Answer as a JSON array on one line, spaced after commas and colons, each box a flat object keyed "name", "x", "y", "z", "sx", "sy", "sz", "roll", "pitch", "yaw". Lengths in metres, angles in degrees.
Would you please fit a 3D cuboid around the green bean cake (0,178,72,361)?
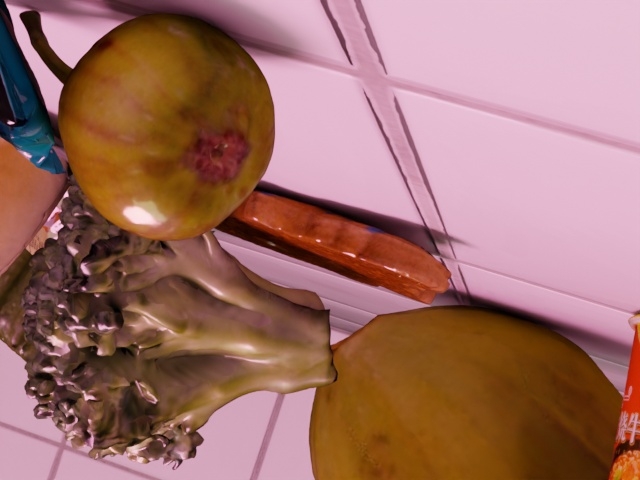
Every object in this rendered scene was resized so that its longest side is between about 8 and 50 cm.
[{"name": "green bean cake", "x": -0.260, "y": 0.035, "z": 1.258, "sx": 0.250, "sy": 0.156, "sz": 0.247, "roll": 36, "pitch": -178, "yaw": 25}]

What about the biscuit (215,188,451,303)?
[{"name": "biscuit", "x": 0.000, "y": 0.000, "z": 0.954, "sx": 0.183, "sy": 0.043, "sz": 0.280, "roll": 31, "pitch": 173, "yaw": -36}]

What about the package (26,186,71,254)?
[{"name": "package", "x": -0.263, "y": -0.032, "z": 1.097, "sx": 0.121, "sy": 0.108, "sz": 0.031, "roll": 35, "pitch": -138, "yaw": 22}]

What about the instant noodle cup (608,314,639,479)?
[{"name": "instant noodle cup", "x": 0.310, "y": 0.167, "z": 0.899, "sx": 0.213, "sy": 0.174, "sz": 0.213, "roll": 18, "pitch": 173, "yaw": 2}]

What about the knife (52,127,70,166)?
[{"name": "knife", "x": -0.208, "y": -0.067, "z": 1.075, "sx": 0.081, "sy": 0.043, "sz": 0.336, "roll": 26, "pitch": 170, "yaw": 19}]

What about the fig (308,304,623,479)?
[{"name": "fig", "x": 0.148, "y": 0.215, "z": 1.242, "sx": 0.343, "sy": 0.343, "sz": 0.343, "roll": 18, "pitch": 174, "yaw": 2}]

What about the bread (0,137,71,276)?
[{"name": "bread", "x": -0.356, "y": -0.030, "z": 0.965, "sx": 0.314, "sy": 0.192, "sz": 0.171, "roll": 16, "pitch": 160, "yaw": 50}]

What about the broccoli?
[{"name": "broccoli", "x": -0.112, "y": 0.052, "z": 0.956, "sx": 0.246, "sy": 0.247, "sz": 0.288, "roll": 3, "pitch": 166, "yaw": -13}]

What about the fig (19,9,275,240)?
[{"name": "fig", "x": -0.073, "y": -0.066, "z": 0.521, "sx": 0.093, "sy": 0.093, "sz": 0.166, "roll": 22, "pitch": -160, "yaw": -29}]

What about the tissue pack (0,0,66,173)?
[{"name": "tissue pack", "x": -0.135, "y": -0.073, "z": 0.509, "sx": 0.028, "sy": 0.085, "sz": 0.138, "roll": -20, "pitch": 175, "yaw": -11}]
